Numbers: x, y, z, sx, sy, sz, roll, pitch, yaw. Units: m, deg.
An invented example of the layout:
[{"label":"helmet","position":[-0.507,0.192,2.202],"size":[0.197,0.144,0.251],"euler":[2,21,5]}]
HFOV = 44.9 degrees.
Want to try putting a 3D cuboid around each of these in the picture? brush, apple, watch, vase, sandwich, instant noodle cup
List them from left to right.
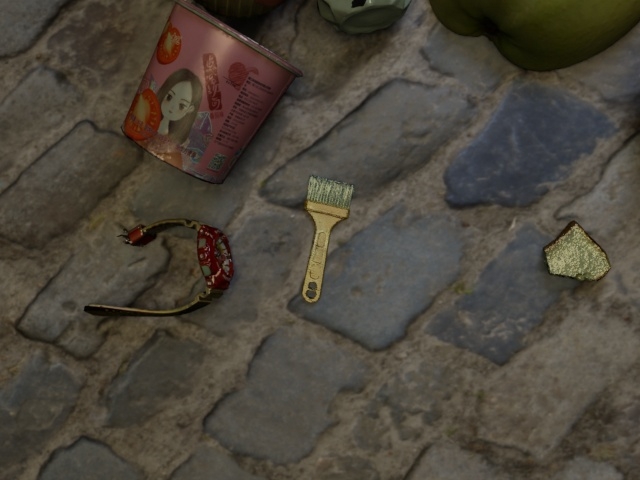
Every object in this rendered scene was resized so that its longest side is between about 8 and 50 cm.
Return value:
[{"label":"watch","position":[-0.283,0.049,1.341],"size":[0.268,0.102,0.165],"euler":[-4,82,15]},{"label":"instant noodle cup","position":[-0.186,-0.237,1.264],"size":[0.243,0.243,0.231],"euler":[33,100,6]},{"label":"brush","position":[0.000,0.000,1.341],"size":[0.082,0.010,0.218],"euler":[11,91,6]},{"label":"vase","position":[0.045,-0.532,1.276],"size":[0.165,0.165,0.360],"euler":[-12,83,6]},{"label":"apple","position":[0.374,-0.471,1.267],"size":[0.311,0.320,0.360],"euler":[34,92,-39]},{"label":"sandwich","position":[0.423,0.032,1.282],"size":[0.105,0.036,0.093],"euler":[44,93,4]}]

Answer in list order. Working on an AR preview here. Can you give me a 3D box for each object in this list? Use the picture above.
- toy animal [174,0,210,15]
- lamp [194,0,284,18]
[{"label":"toy animal","position":[-0.221,-0.494,1.345],"size":[0.182,0.131,0.127],"euler":[54,127,11]},{"label":"lamp","position":[-0.151,-0.477,1.197],"size":[0.284,0.250,0.250],"euler":[8,90,-6]}]
